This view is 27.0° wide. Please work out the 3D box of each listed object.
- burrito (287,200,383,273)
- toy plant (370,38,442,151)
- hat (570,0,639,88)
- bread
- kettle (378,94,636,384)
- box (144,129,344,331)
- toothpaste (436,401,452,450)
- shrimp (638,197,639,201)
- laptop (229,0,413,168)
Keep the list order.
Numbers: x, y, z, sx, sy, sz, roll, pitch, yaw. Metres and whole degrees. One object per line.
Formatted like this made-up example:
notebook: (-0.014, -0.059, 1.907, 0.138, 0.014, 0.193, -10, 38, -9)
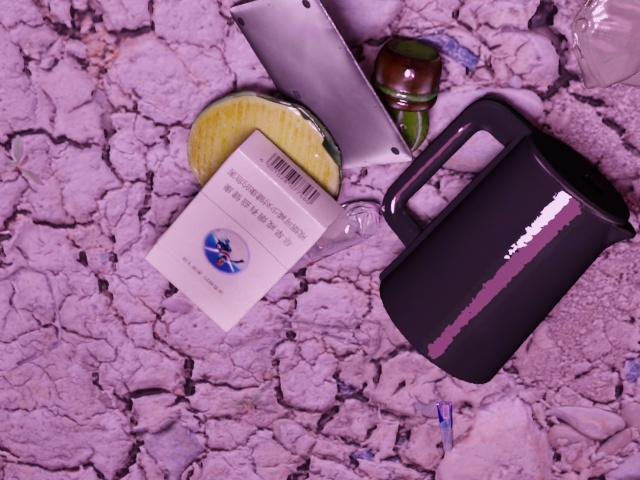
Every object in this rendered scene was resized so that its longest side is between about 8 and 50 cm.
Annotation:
burrito: (-0.001, -0.001, 1.892, 0.203, 0.064, 0.064, -26, 112, 23)
toy plant: (0.105, -0.179, 1.764, 0.093, 0.093, 0.162, 13, 120, 0)
hat: (0.440, -0.265, 1.662, 0.245, 0.149, 0.214, 13, 120, 12)
bread: (-0.076, -0.107, 1.838, 0.229, 0.033, 0.228, 10, 127, 14)
kettle: (0.237, -0.002, 1.817, 0.203, 0.262, 0.308, 16, 122, -43)
box: (-0.108, -0.009, 1.843, 0.164, 0.069, 0.256, 43, 126, -2)
toothpaste: (0.194, 0.284, 2.049, 0.024, 0.015, 0.083, -4, 112, 10)
shrimp: (0.472, -0.013, 1.851, 0.114, 0.023, 0.083, 32, 120, -15)
laptop: (0.000, -0.205, 1.741, 0.188, 0.015, 0.269, -2, 126, 54)
